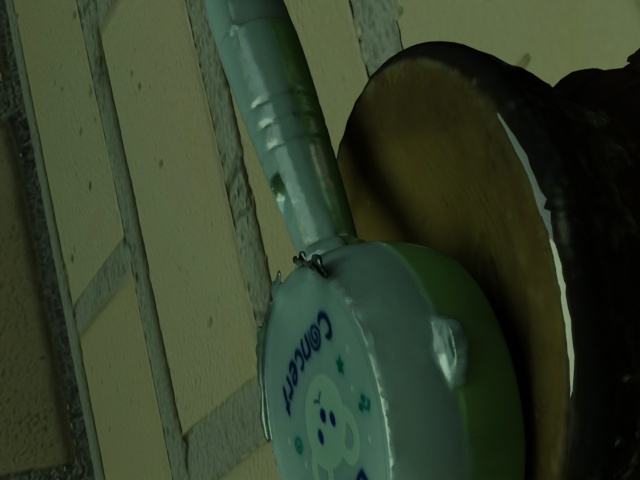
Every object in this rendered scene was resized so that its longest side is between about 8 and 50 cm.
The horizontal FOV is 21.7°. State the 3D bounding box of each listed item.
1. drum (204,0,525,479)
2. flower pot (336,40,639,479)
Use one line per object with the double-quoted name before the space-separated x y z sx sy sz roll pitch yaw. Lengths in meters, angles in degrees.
"drum" 0.007 -0.007 0.570 0.130 0.049 0.253 138 122 -64
"flower pot" 0.158 0.013 0.625 0.266 0.267 0.267 173 90 -66
